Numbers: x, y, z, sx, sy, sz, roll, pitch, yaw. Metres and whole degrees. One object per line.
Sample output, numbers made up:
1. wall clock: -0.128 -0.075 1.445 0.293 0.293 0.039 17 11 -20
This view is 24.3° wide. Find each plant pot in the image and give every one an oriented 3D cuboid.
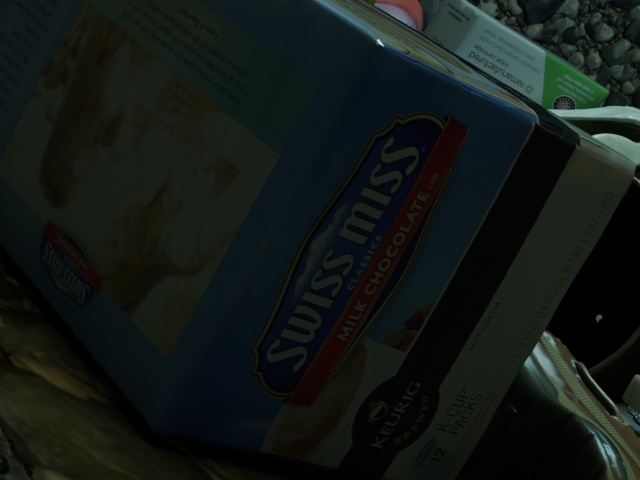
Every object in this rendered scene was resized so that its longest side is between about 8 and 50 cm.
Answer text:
1. plant pot: 0.235 0.064 1.341 0.215 0.215 0.230 38 -1 35

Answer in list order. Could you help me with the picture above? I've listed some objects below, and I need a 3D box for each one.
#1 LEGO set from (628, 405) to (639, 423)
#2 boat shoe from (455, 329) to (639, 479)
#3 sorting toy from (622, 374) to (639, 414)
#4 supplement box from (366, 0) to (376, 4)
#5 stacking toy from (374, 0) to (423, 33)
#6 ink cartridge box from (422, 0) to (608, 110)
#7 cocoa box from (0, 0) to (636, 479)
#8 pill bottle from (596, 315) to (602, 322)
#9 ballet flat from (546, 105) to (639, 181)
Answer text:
1. LEGO set: 0.347 0.165 1.423 0.093 0.087 0.227 30 9 -9
2. boat shoe: 0.131 0.126 0.928 0.120 0.122 0.324 32 16 -26
3. sorting toy: 0.373 0.234 1.143 0.255 0.089 0.257 24 13 -35
4. supplement box: -0.092 -0.217 1.216 0.194 0.356 0.195 38 12 32
5. stacking toy: -0.027 -0.238 2.002 0.309 0.279 0.130 13 55 -15
6. ink cartridge box: 0.174 -0.121 1.777 0.201 0.278 0.117 27 14 -24
7. cocoa box: -0.042 -0.048 0.891 0.228 0.231 0.347 20 14 -43
8. pill bottle: 0.261 0.059 1.588 0.221 0.121 0.121 35 10 25
9. ballet flat: 0.212 -0.090 1.655 0.400 0.139 0.139 -7 20 -12
